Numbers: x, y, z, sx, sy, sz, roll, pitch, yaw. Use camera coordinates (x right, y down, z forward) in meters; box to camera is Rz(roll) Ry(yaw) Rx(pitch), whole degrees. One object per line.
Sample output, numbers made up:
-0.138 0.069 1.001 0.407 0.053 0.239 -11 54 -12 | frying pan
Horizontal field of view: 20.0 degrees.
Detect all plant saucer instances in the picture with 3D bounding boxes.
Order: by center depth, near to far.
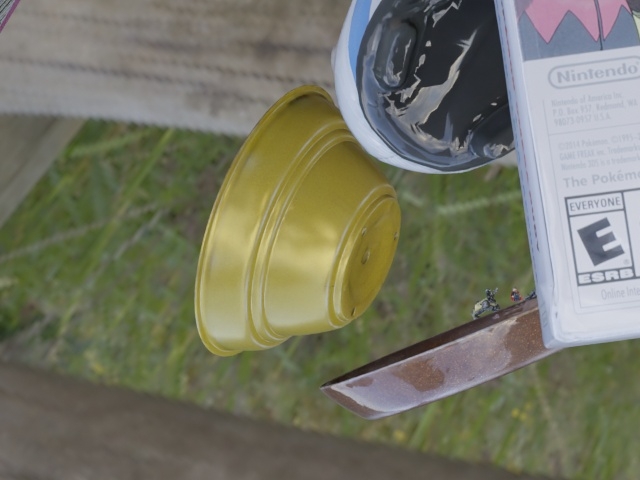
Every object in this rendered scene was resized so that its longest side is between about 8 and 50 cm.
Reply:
0.082 0.059 0.963 0.168 0.168 0.029 -26 86 47 | plant saucer

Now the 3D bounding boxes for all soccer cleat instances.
0.113 -0.175 0.756 0.116 0.331 0.143 39 -176 -17 | soccer cleat

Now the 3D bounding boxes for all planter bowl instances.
0.000 0.000 1.354 0.090 0.217 0.217 21 140 20 | planter bowl

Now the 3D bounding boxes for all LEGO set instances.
0.132 0.034 1.116 0.083 0.023 0.054 12 143 -35 | LEGO set

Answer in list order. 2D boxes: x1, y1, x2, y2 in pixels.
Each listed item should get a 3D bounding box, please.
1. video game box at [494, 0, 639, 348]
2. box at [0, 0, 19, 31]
0.153 -0.073 0.531 0.205 0.187 0.048 -7 174 0 | video game box
-0.140 -0.152 0.353 0.243 0.117 0.213 33 115 -8 | box
